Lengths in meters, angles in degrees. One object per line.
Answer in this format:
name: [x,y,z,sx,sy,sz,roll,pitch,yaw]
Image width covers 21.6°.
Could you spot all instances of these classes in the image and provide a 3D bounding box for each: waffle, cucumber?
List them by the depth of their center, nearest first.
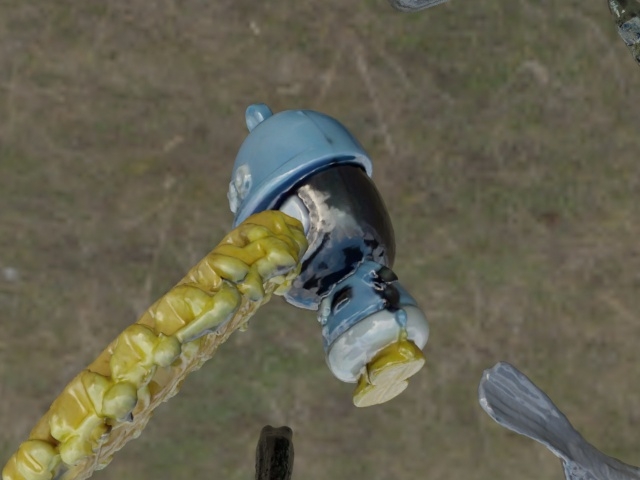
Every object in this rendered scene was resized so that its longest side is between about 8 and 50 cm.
waffle: [-0.122,0.089,1.301,0.062,0.329,0.329,44,149,3]
cucumber: [-0.039,0.189,1.441,0.033,0.135,0.034,21,114,-8]

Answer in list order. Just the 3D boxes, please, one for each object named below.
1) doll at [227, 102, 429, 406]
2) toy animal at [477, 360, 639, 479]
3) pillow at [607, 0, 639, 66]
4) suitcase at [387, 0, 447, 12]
doll: [0.000,0.000,1.570,0.141,0.314,0.177,-13,153,-28]
toy animal: [0.273,0.222,1.436,0.206,0.081,0.367,-5,140,19]
pillow: [0.451,-0.227,2.170,0.241,0.093,0.051,38,138,-24]
suitcase: [0.194,-0.392,1.928,0.312,0.202,0.128,-20,175,-11]
